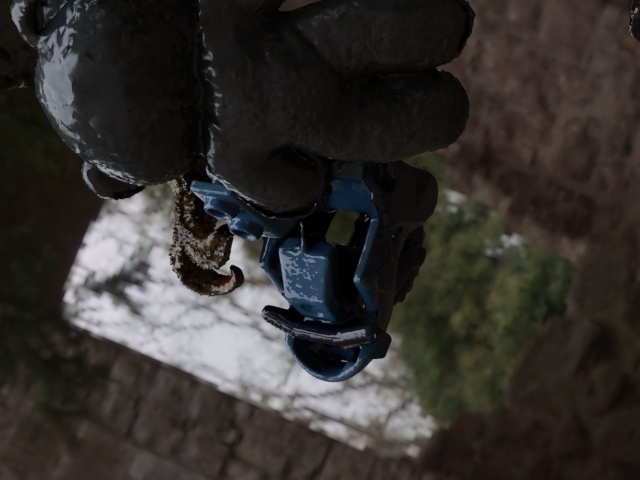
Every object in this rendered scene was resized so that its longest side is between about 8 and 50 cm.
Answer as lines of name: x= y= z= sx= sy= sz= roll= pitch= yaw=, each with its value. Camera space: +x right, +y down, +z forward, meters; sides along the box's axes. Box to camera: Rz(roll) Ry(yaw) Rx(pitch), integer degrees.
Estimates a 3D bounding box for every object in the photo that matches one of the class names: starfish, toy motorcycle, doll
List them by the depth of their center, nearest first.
doll: x=-0.054 y=-0.133 z=1.197 sx=0.158 sy=0.340 sz=0.245 roll=-105 pitch=6 yaw=-57
toy motorcycle: x=0.000 y=0.000 z=1.551 sx=0.416 sy=0.172 sz=0.232 roll=45 pitch=-121 yaw=-55
starfish: x=-0.141 y=-0.087 z=1.683 sx=0.113 sy=0.312 sz=0.303 roll=-15 pitch=-24 yaw=-14

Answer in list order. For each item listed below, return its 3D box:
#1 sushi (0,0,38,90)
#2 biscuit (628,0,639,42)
sushi: x=-0.397 y=-0.260 z=1.817 sx=0.343 sy=0.182 sz=0.196 roll=-21 pitch=-82 yaw=-62
biscuit: x=0.593 y=-0.258 z=1.924 sx=0.407 sy=0.407 sz=0.091 roll=54 pitch=-124 yaw=-71
